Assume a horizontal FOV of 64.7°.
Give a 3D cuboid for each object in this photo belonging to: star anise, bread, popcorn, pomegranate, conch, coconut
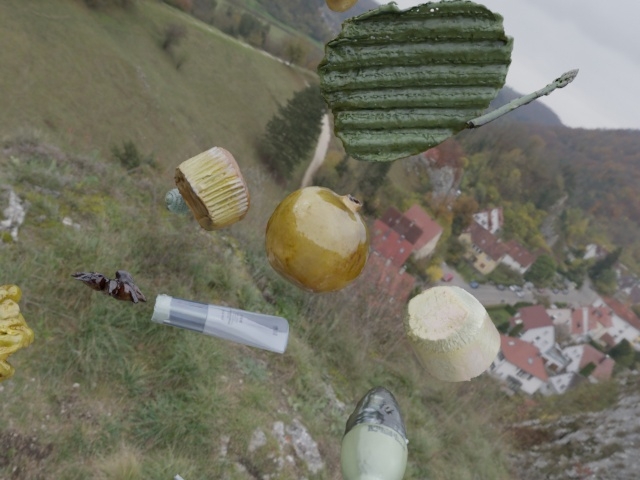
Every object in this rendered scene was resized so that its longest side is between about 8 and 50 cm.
[{"bbox_3d":[-0.705,0.140,1.714,0.271,0.103,0.272,23,-12,5],"label":"star anise"},{"bbox_3d":[-0.288,-0.138,1.392,0.204,0.156,0.288,59,-19,4],"label":"bread"},{"bbox_3d":[-0.901,0.245,1.277,0.297,0.281,0.316,-19,55,-24],"label":"popcorn"},{"bbox_3d":[-0.006,0.004,1.037,0.233,0.233,0.233,30,23,-14],"label":"pomegranate"},{"bbox_3d":[-0.422,-0.121,1.520,0.085,0.057,0.076,-9,66,-30],"label":"conch"},{"bbox_3d":[0.363,0.266,1.407,0.244,0.239,0.239,53,9,-37],"label":"coconut"}]

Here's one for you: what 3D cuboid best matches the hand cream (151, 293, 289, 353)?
[{"bbox_3d":[-0.178,0.149,0.934,0.255,0.048,0.080,17,48,-18],"label":"hand cream"}]

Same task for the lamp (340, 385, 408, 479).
[{"bbox_3d":[0.080,0.307,0.759,0.101,0.101,0.250,34,23,-5],"label":"lamp"}]

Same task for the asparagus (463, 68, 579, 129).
[{"bbox_3d":[0.310,-0.214,0.765,0.232,0.023,0.022,-28,60,-19],"label":"asparagus"}]

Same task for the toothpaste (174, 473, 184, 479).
[{"bbox_3d":[-0.383,0.697,1.438,0.083,0.024,0.015,50,28,-10],"label":"toothpaste"}]

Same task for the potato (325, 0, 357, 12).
[{"bbox_3d":[0.056,-0.660,1.260,0.118,0.178,0.109,40,55,10],"label":"potato"}]

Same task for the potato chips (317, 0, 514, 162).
[{"bbox_3d":[0.209,-0.348,1.134,0.428,0.359,0.070,-4,38,2],"label":"potato chips"}]
